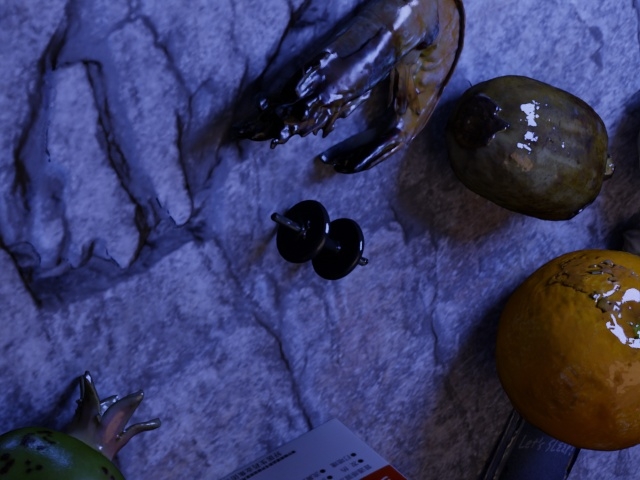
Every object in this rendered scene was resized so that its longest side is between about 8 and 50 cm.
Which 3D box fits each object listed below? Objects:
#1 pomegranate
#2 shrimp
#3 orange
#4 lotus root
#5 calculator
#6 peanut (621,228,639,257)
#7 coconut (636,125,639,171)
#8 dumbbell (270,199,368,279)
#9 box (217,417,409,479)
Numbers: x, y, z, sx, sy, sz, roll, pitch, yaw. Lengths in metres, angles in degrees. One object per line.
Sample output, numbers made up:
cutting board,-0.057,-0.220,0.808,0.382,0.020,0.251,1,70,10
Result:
pomegranate,-0.243,0.234,1.210,0.224,0.182,0.181,-56,138,-25
shrimp,0.040,-0.142,1.280,0.289,0.075,0.178,-45,138,-26
orange,0.335,0.132,1.552,0.246,0.246,0.246,-19,126,-29
lotus root,0.243,-0.098,1.419,0.260,0.128,0.145,15,95,-44
calculator,0.286,0.321,1.774,0.166,0.028,0.274,15,104,-40
peanut,0.442,0.042,1.694,0.080,0.080,0.174,-44,135,-9
coconut,0.496,-0.129,1.558,0.224,0.224,0.224,-19,126,-29
dumbbell,0.000,0.000,1.323,0.147,0.069,0.069,28,96,-44
box,-0.063,0.335,1.371,0.353,0.214,0.069,-26,127,-25
